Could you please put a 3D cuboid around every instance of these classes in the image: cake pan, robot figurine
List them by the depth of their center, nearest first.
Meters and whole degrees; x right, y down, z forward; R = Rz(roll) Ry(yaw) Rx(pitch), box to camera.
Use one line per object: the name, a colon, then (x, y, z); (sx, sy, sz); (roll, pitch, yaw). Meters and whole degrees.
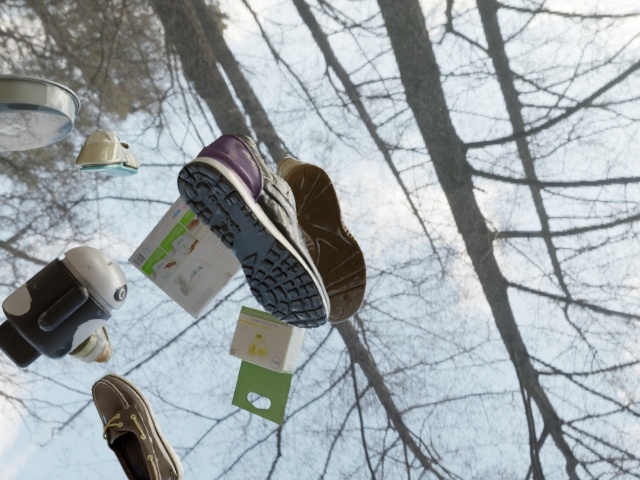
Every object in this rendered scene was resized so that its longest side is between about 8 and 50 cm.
robot figurine: (-0.537, 0.138, 1.300); (0.278, 0.173, 0.209); (-42, -130, -15)
cake pan: (-0.665, -0.262, 1.327); (0.293, 0.293, 0.054); (-14, -100, 7)

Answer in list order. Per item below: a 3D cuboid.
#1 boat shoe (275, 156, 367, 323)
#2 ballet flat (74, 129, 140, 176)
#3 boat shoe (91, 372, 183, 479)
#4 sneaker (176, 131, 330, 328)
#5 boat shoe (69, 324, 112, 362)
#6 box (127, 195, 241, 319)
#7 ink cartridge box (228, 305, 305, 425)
boat shoe: (0.000, 0.000, 1.185); (0.122, 0.341, 0.110); (-22, -153, -15)
ballet flat: (-0.389, -0.160, 1.128); (0.086, 0.086, 0.248); (-26, -175, -4)
boat shoe: (-0.445, 0.452, 1.447); (0.116, 0.097, 0.324); (-43, -106, 18)
sneaker: (-0.055, -0.015, 0.819); (0.107, 0.283, 0.124); (-15, -152, 37)
boat shoe: (-0.607, 0.200, 1.528); (0.113, 0.103, 0.302); (-42, -130, -4)
box: (-0.303, 0.021, 1.561); (0.262, 0.231, 0.127); (-49, -177, 14)
ink cartridge box: (-0.135, 0.281, 1.416); (0.171, 0.056, 0.235); (10, -98, 39)
